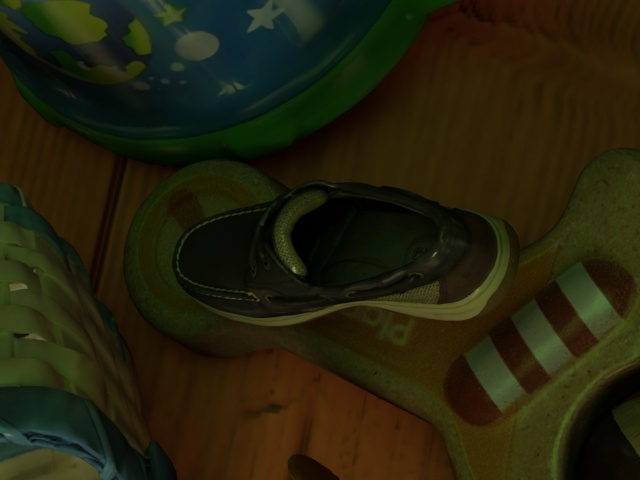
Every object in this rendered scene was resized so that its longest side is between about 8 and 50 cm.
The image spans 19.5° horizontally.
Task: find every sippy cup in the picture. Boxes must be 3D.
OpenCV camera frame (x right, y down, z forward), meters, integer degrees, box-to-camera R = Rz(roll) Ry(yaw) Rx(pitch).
[{"bbox_3d":[-0.084,-0.173,0.755,0.305,0.224,0.240,-26,65,14],"label":"sippy cup"}]

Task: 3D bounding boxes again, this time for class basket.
[{"bbox_3d":[-0.166,0.138,0.687,0.255,0.201,0.289,-19,53,6],"label":"basket"}]

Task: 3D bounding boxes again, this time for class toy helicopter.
[{"bbox_3d":[0.061,0.067,0.727,0.355,0.140,0.235,21,86,30],"label":"toy helicopter"}]

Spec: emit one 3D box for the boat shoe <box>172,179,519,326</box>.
[{"bbox_3d":[0.000,0.000,0.693,0.152,0.049,0.056,-4,64,37],"label":"boat shoe"}]
